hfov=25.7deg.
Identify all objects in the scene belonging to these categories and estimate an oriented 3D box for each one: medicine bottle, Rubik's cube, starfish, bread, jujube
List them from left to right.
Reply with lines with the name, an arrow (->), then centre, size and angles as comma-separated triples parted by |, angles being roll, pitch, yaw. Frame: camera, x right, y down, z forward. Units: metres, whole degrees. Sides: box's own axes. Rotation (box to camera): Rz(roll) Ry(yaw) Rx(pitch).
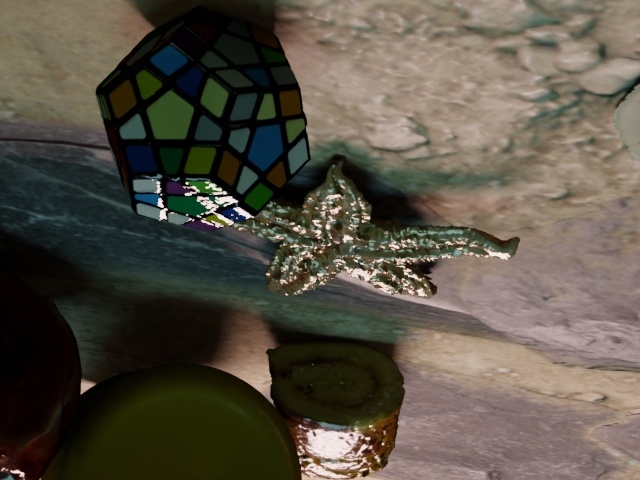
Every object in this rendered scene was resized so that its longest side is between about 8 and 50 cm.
jujube -> -0.395, 0.141, 1.261 | 0.377, 0.276, 0.276 | -14, 148, 40
medicine bottle -> -0.168, 0.241, 1.409 | 0.224, 0.224, 0.384 | 15, 168, -15
Rubik's cube -> -0.069, -0.070, 0.827 | 0.112, 0.133, 0.133 | 24, 172, 41
starfish -> -0.001, 0.006, 1.066 | 0.295, 0.048, 0.231 | 7, 157, 6
bread -> 0.014, 0.169, 1.372 | 0.132, 0.103, 0.172 | 1, 153, 1

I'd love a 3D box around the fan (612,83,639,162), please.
fan -> 0.283, -0.091, 0.780 | 0.191, 0.009, 0.329 | 12, 160, -4
